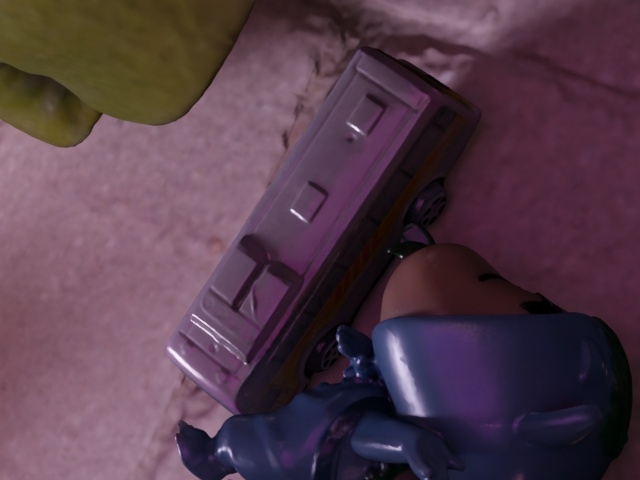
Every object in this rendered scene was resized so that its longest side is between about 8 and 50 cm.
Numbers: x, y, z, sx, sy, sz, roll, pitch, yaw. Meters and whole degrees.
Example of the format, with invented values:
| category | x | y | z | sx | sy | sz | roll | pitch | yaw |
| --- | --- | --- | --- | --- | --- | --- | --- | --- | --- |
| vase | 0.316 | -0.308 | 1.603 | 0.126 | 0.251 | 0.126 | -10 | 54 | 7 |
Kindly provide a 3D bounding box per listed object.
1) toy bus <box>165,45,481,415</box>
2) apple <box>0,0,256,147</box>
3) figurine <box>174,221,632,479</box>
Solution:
| category | x | y | z | sx | sy | sz | roll | pitch | yaw |
| --- | --- | --- | --- | --- | --- | --- | --- | --- | --- |
| toy bus | 0.000 | 0.000 | 0.728 | 0.057 | 0.072 | 0.172 | 37 | 97 | 24 |
| apple | -0.098 | -0.223 | 0.707 | 0.311 | 0.320 | 0.360 | 9 | 89 | 19 |
| figurine | 0.031 | 0.055 | 0.672 | 0.178 | 0.114 | 0.145 | -19 | 61 | 15 |
